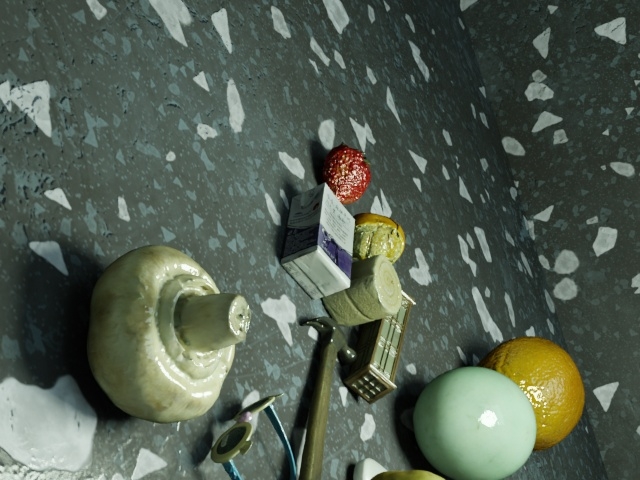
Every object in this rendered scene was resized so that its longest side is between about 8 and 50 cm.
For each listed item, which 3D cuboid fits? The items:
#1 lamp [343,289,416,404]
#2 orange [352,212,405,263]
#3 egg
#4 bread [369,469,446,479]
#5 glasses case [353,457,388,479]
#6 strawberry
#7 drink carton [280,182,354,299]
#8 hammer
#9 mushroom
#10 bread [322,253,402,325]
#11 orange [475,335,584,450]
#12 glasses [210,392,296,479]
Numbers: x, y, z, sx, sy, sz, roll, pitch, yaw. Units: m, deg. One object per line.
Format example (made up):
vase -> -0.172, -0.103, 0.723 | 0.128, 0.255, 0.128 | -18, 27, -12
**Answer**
lamp -> 0.140, 0.226, 2.007 | 0.090, 0.089, 0.325 | 42, 33, -13
orange -> 0.125, 0.004, 2.107 | 0.157, 0.156, 0.134 | -65, 165, -56
egg -> 0.372, 0.442, 2.093 | 0.389, 0.276, 0.276 | 27, 47, -58
bread -> 0.184, 0.594, 1.613 | 0.210, 0.300, 0.342 | 16, 52, -60
glasses case -> 0.140, 0.543, 1.824 | 0.233, 0.059, 0.092 | 49, 30, -33
strawberry -> 0.059, -0.157, 2.149 | 0.131, 0.131, 0.148 | 32, 85, -50
drink carton -> -0.001, -0.001, 1.923 | 0.134, 0.101, 0.222 | 47, 33, -32
hammer -> 0.004, 0.321, 1.723 | 0.168, 0.044, 0.440 | 53, 26, -28
mushroom -> -0.211, 0.132, 1.275 | 0.260, 0.234, 0.254 | 60, 31, -18
bread -> 0.094, 0.116, 1.970 | 0.134, 0.141, 0.148 | 63, 28, -18
orange -> 0.573, 0.432, 2.456 | 0.357, 0.322, 0.322 | 2, 69, -52
glasses -> -0.114, 0.390, 1.490 | 0.190, 0.088, 0.221 | -52, 137, -62
